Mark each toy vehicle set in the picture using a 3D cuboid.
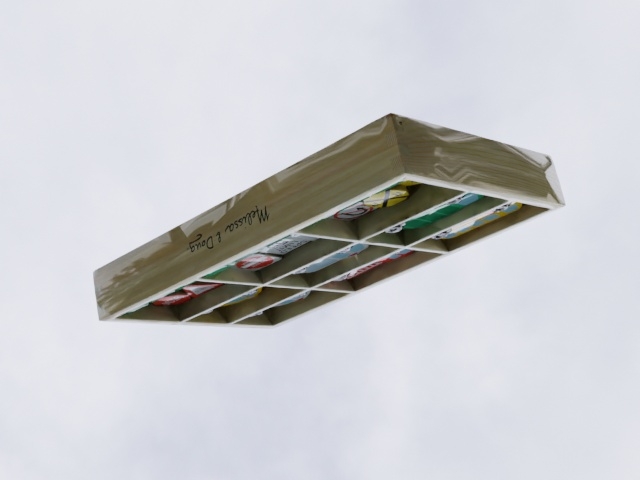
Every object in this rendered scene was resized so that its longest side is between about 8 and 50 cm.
[{"bbox_3d":[0.000,0.000,0.715,0.166,0.266,0.035,7,-115,-47],"label":"toy vehicle set"}]
